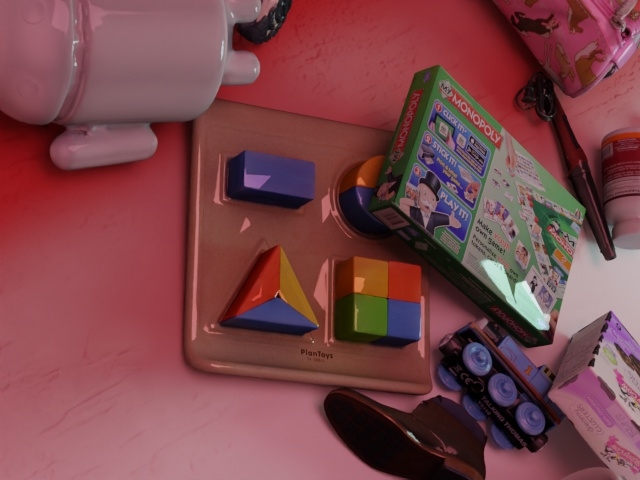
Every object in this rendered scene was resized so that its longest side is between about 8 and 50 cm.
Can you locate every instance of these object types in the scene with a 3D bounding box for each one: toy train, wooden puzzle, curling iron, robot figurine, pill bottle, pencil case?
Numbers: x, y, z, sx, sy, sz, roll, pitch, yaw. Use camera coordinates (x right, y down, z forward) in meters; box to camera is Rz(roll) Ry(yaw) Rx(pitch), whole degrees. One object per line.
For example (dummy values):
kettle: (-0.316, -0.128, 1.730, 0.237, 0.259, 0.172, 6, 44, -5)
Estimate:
toy train: (0.223, 0.174, 1.999, 0.184, 0.080, 0.105, 48, 48, -2)
wooden puzzle: (0.000, 0.000, 1.937, 0.322, 0.080, 0.348, 8, 68, -25)
curling iron: (0.332, -0.098, 2.178, 0.068, 0.035, 0.274, -15, 79, -35)
robot figurine: (-0.242, -0.228, 1.819, 0.353, 0.199, 0.300, -3, 96, -30)
pill bottle: (0.422, -0.069, 2.187, 0.086, 0.086, 0.152, 12, 67, -24)
pencil case: (0.280, -0.379, 2.171, 0.386, 0.167, 0.160, 52, 33, 0)

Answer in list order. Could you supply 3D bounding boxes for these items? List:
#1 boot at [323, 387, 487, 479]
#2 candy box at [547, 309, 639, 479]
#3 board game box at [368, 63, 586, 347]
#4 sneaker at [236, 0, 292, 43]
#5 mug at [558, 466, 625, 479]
boot: (0.105, 0.223, 1.932, 0.219, 0.082, 0.106, 36, 37, -8)
candy box: (0.372, 0.199, 2.017, 0.165, 0.070, 0.196, 51, 24, -4)
board game box: (0.203, -0.038, 2.021, 0.317, 0.046, 0.214, 40, 53, -31)
sneaker: (-0.075, -0.370, 2.037, 0.122, 0.110, 0.283, 17, 61, -3)
mug: (0.362, 0.444, 1.882, 0.328, 0.276, 0.374, 42, 26, -9)
